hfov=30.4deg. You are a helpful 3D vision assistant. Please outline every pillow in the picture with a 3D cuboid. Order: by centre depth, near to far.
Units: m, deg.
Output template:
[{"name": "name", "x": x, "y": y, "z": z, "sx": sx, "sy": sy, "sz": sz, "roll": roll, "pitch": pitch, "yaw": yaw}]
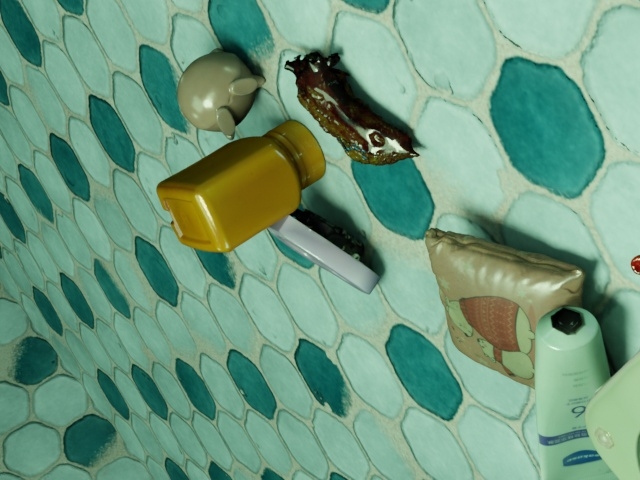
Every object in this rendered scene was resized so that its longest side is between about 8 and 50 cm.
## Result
[{"name": "pillow", "x": 0.237, "y": 0.092, "z": 1.457, "sx": 0.223, "sy": 0.084, "sz": 0.236, "roll": 24, "pitch": 144, "yaw": 37}]

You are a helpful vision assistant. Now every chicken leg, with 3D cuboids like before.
[{"name": "chicken leg", "x": 0.037, "y": -0.169, "z": 1.550, "sx": 0.234, "sy": 0.063, "sz": 0.105, "roll": 49, "pitch": 157, "yaw": 13}]

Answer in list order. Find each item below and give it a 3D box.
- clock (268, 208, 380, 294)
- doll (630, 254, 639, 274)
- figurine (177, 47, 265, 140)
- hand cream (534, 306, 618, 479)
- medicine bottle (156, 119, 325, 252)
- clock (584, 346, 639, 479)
[{"name": "clock", "x": 0.000, "y": 0.000, "z": 1.756, "sx": 0.198, "sy": 0.064, "sz": 0.172, "roll": 29, "pitch": 173, "yaw": 43}, {"name": "doll", "x": 0.396, "y": 0.018, "z": 1.122, "sx": 0.245, "sy": 0.076, "sz": 0.142, "roll": -6, "pitch": 112, "yaw": 57}, {"name": "figurine", "x": -0.153, "y": -0.221, "z": 1.760, "sx": 0.138, "sy": 0.125, "sz": 0.125, "roll": 36, "pitch": 148, "yaw": 55}, {"name": "hand cream", "x": 0.307, "y": 0.201, "z": 1.421, "sx": 0.067, "sy": 0.109, "sz": 0.320, "roll": -98, "pitch": -6, "yaw": -47}, {"name": "medicine bottle", "x": -0.107, "y": -0.081, "z": 1.708, "sx": 0.149, "sy": 0.222, "sz": 0.112, "roll": 9, "pitch": 127, "yaw": 56}, {"name": "clock", "x": 0.444, "y": 0.241, "z": 1.243, "sx": 0.324, "sy": 0.108, "sz": 0.265, "roll": 49, "pitch": 152, "yaw": 15}]
